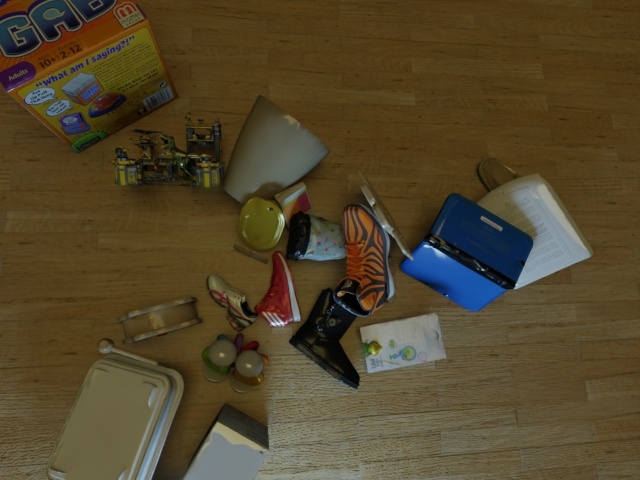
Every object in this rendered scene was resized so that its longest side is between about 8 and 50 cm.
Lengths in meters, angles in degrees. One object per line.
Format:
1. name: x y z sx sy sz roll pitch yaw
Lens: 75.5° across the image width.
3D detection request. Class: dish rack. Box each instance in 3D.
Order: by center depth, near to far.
1. dish rack: -0.525 0.466 1.037 0.286 0.072 0.332 9 68 16

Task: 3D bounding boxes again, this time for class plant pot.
1. plant pot: -0.155 -0.230 1.210 0.257 0.256 0.274 37 95 0

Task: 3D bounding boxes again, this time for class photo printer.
1. photo printer: 0.632 -0.036 1.282 0.256 0.107 0.307 -34 84 27

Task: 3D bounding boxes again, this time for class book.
1. book: -0.072 -0.096 1.237 0.096 0.144 0.035 -32 51 -13

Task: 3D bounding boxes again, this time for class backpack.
1. backpack: 0.000 0.000 1.222 0.182 0.115 0.151 10 92 -31

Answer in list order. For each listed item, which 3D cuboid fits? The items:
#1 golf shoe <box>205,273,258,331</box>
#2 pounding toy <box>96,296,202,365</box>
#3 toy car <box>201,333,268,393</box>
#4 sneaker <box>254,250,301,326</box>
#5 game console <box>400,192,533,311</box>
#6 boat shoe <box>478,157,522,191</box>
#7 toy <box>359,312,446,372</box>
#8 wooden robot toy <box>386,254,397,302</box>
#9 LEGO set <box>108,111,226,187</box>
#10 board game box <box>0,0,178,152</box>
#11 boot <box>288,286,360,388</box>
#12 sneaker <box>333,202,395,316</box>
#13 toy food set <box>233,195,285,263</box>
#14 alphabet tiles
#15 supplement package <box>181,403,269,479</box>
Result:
1. golf shoe: -0.252 0.166 1.189 0.086 0.067 0.186 -36 92 16
2. pounding toy: -0.455 0.257 1.125 0.270 0.154 0.154 -12 81 -29
3. toy car: -0.232 0.325 1.148 0.182 0.159 0.136 23 43 -3
4. sneaker: -0.140 0.148 1.210 0.128 0.087 0.221 -15 81 -11
5. game console: 0.440 0.042 1.262 0.293 0.173 0.250 30 78 -2
6. boat shoe: 0.658 -0.167 1.366 0.109 0.098 0.302 -43 88 -12
7. toy: 0.244 0.305 1.249 0.238 0.056 0.136 -10 84 -4
8. wooden robot toy: 0.199 0.104 1.266 0.076 0.079 0.173 -5 80 -9
9. LEGO set: -0.412 -0.261 1.156 0.332 0.255 0.191 3 107 4
10. board game box: -0.670 -0.531 1.118 0.357 0.356 0.356 -35 86 -12
11. boot: 0.059 0.281 1.206 0.247 0.094 0.207 36 81 6
12. sneaker: 0.107 0.068 1.139 0.180 0.125 0.320 -36 112 -42
13. toy food set: -0.174 -0.046 1.212 0.128 0.217 0.071 21 38 -7
14. alphabet tiles: 0.186 -0.069 1.192 0.021 0.284 0.277 -31 71 14
15. supplement package: -0.244 0.561 1.061 0.149 0.203 0.194 31 77 -2
